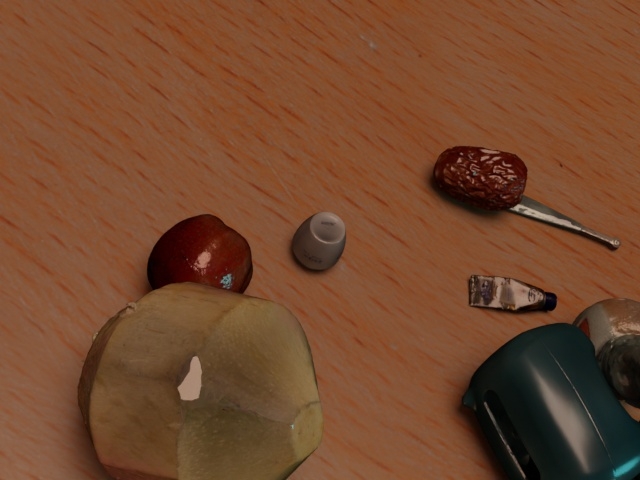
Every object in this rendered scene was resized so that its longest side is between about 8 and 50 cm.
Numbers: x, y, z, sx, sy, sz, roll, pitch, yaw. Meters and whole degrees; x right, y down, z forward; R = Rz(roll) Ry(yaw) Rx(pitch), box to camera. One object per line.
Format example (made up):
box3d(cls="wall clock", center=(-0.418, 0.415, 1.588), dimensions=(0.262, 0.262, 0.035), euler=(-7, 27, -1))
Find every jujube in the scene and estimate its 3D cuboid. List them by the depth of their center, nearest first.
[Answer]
box3d(cls="jujube", center=(0.303, -0.121, 1.838), dimensions=(0.176, 0.109, 0.112), euler=(13, 61, 8))

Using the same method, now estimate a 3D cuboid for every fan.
box3d(cls="fan", center=(0.460, -0.038, 1.898), dimensions=(0.282, 0.023, 0.057), euler=(24, 55, -2))

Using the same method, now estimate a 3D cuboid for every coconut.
box3d(cls="coconut", center=(-0.151, 0.222, 1.378), dimensions=(0.353, 0.352, 0.352), euler=(8, 59, -14))

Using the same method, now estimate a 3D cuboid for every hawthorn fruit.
box3d(cls="hawthorn fruit", center=(-0.203, 0.051, 1.556), dimensions=(0.169, 0.169, 0.188), euler=(41, 63, 8))

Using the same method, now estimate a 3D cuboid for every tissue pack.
box3d(cls="tissue pack", center=(0.374, 0.292, 1.573), dimensions=(0.206, 0.198, 0.287), euler=(-18, 70, -28))

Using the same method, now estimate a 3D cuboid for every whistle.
box3d(cls="whistle", center=(0.511, 0.203, 1.633), dimensions=(0.189, 0.348, 0.189), euler=(1, 101, 4))

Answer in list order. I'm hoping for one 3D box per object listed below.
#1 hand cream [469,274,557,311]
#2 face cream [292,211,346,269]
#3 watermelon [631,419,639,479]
box3d(cls="hand cream", center=(0.353, 0.102, 1.774), dimensions=(0.163, 0.039, 0.062), euler=(9, 75, -11))
box3d(cls="face cream", center=(0.000, 0.000, 1.682), dimensions=(0.091, 0.095, 0.091), euler=(8, 60, -14))
box3d(cls="watermelon", center=(0.612, 0.374, 1.605), dimensions=(0.188, 0.188, 0.214), euler=(1, 38, -17))
